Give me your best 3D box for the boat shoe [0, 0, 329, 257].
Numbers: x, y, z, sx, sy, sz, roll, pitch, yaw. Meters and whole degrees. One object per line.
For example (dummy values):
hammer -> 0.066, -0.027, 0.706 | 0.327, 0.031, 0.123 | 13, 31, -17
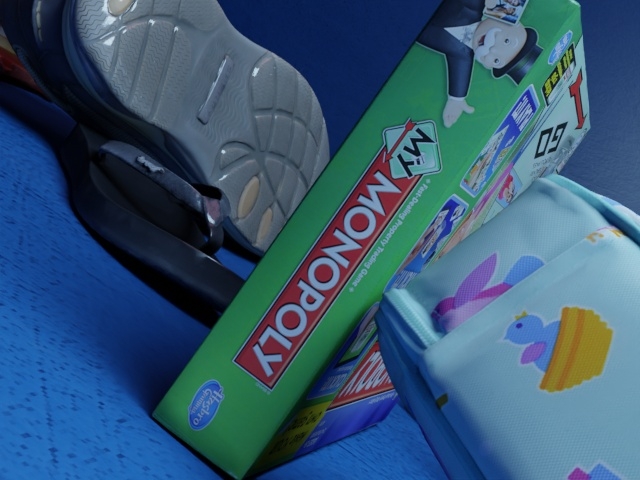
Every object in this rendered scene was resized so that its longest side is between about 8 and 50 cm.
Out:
boat shoe -> -0.103, -0.101, 1.010 | 0.130, 0.132, 0.355 | 18, -19, 31

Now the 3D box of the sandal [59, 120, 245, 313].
sandal -> -0.102, -0.030, 0.815 | 0.097, 0.054, 0.254 | 34, 5, -31

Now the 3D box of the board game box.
board game box -> 0.047, 0.000, 0.647 | 0.046, 0.213, 0.317 | 35, 5, 12

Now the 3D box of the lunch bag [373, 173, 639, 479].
lunch bag -> 0.138, 0.128, 0.471 | 0.279, 0.108, 0.224 | 55, -2, 44

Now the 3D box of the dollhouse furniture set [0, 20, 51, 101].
dollhouse furniture set -> -0.246, -0.243, 0.938 | 0.152, 0.201, 0.374 | 38, 4, 11
